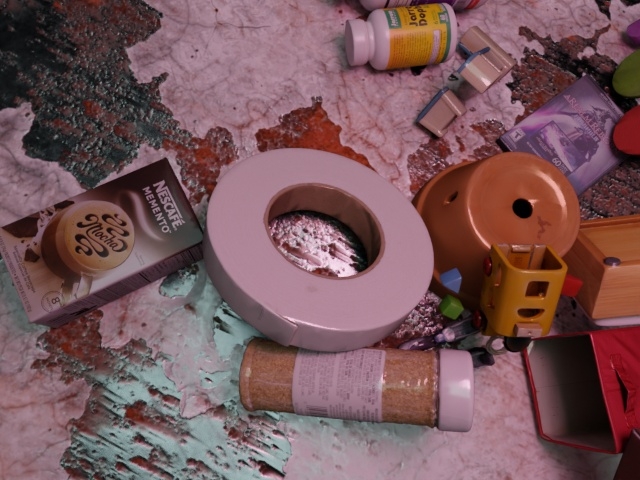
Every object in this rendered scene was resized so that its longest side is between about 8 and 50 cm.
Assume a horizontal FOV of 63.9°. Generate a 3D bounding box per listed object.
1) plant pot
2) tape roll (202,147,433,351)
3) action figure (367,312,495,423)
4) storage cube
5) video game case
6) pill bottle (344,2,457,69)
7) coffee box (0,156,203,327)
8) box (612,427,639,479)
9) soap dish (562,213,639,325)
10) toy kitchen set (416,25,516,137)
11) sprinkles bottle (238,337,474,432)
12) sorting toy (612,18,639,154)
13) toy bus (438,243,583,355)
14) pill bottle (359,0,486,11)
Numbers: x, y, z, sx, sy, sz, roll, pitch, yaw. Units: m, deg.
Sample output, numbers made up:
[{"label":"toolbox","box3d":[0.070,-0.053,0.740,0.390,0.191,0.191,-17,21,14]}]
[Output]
[{"label":"plant pot","box3d":[0.318,-0.031,0.926,0.290,0.203,0.291,2,75,-6]},{"label":"tape roll","box3d":[0.000,0.000,0.862,0.392,0.072,0.392,11,49,-12]},{"label":"action figure","box3d":[0.155,0.211,0.903,0.285,0.099,0.185,-17,88,-6]},{"label":"storage cube","box3d":[0.498,0.245,0.878,0.193,0.215,0.184,-3,76,-14]},{"label":"video game case","box3d":[0.534,-0.211,1.088,0.274,0.026,0.196,-36,83,-13]},{"label":"pill bottle","box3d":[0.159,-0.411,1.042,0.208,0.117,0.118,-8,77,-7]},{"label":"coffee box","box3d":[-0.359,0.004,0.879,0.297,0.119,0.168,-27,81,-12]},{"label":"box","box3d":[0.511,0.472,0.736,0.143,0.191,0.381,-3,116,-8]},{"label":"soap dish","box3d":[0.581,0.037,0.902,0.290,0.229,0.118,-7,115,7]},{"label":"toy kitchen set","box3d":[0.286,-0.332,1.070,0.122,0.166,0.207,45,39,5]},{"label":"sprinkles bottle","box3d":[0.055,0.223,0.810,0.355,0.121,0.121,2,75,11]},{"label":"sorting toy","box3d":[0.717,-0.314,1.098,0.126,0.127,0.366,28,63,-31]},{"label":"toy bus","box3d":[0.299,0.103,0.778,0.191,0.104,0.202,-42,111,18]},{"label":"pill bottle","box3d":[0.190,-0.569,1.053,0.322,0.181,0.182,-5,77,-8]}]
